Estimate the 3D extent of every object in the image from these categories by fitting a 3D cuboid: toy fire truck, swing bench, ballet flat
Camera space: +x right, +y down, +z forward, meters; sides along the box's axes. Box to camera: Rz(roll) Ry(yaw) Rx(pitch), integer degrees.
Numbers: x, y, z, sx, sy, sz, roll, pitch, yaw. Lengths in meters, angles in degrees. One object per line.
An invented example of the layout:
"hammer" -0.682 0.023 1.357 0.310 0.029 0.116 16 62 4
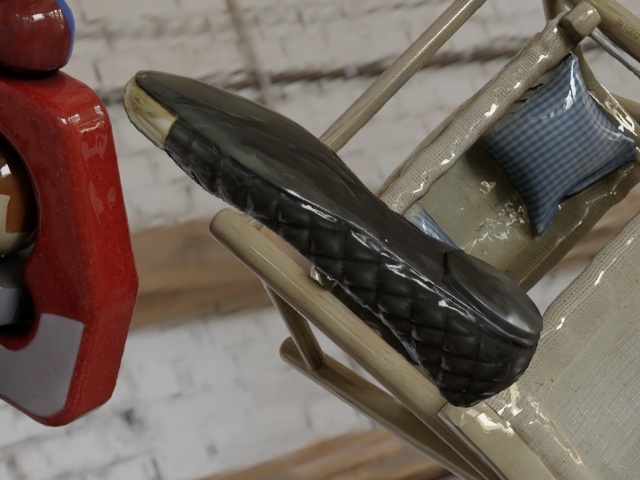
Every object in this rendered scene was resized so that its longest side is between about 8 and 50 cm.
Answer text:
"toy fire truck" -0.225 -0.042 0.954 0.169 0.302 0.254 -30 -38 -52
"swing bench" 0.127 0.008 0.968 0.253 0.254 0.165 -46 -32 -13
"ballet flat" 0.000 0.000 0.621 0.049 0.173 0.057 -52 4 26
